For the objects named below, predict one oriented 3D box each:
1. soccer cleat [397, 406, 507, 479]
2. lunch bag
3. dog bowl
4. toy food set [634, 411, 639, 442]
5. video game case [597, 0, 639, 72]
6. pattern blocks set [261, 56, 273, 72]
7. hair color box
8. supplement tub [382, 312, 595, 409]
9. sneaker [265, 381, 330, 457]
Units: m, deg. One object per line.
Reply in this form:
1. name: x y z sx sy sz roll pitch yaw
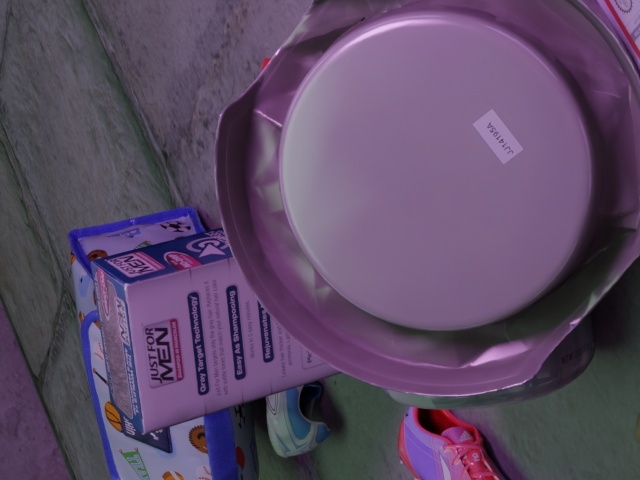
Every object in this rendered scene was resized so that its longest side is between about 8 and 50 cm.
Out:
1. soccer cleat: 0.162 0.254 1.475 0.248 0.083 0.095 43 135 50
2. lunch bag: -0.212 0.180 1.933 0.385 0.238 0.328 -134 34 -56
3. dog bowl: 0.095 -0.057 1.088 0.348 0.102 0.349 4 104 16
4. toy food set: 0.341 0.160 1.138 0.192 0.038 0.132 42 132 55
5. video game case: 0.264 -0.219 0.886 0.204 0.025 0.285 65 153 20
6. pattern blocks set: 0.037 -0.070 1.355 0.026 0.325 0.286 -9 99 22
7. hair color box: -0.064 0.071 1.509 0.105 0.347 0.174 26 126 56
8. supplement tub: 0.127 -0.034 1.249 0.207 0.207 0.338 8 111 61
9. sneaker: -0.047 0.181 1.851 0.085 0.086 0.237 70 -179 -55
